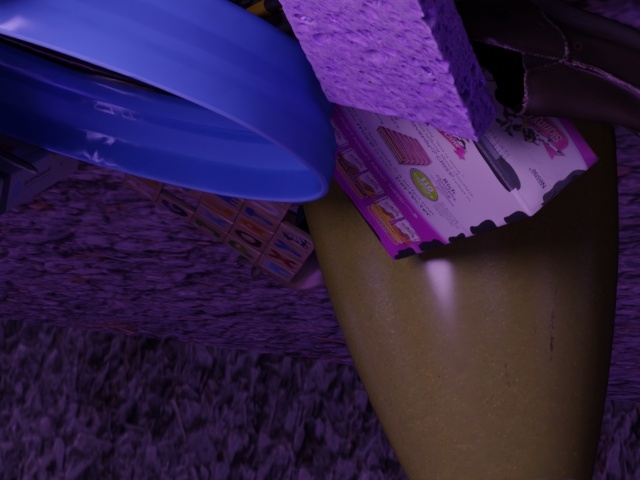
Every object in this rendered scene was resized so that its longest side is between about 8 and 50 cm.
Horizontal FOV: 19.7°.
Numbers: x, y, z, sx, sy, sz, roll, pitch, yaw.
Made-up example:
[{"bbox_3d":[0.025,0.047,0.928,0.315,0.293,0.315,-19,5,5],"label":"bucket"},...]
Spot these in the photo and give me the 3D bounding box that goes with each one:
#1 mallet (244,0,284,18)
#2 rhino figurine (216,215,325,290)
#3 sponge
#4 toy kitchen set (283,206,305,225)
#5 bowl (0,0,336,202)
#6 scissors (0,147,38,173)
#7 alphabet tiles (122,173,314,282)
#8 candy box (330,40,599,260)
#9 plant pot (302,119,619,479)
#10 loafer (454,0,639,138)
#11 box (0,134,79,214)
[{"bbox_3d":[-0.031,-0.159,1.284,0.190,0.039,0.062,-10,160,44],"label":"mallet"},{"bbox_3d":[0.000,0.000,1.887,0.243,0.106,0.073,1,168,23],"label":"rhino figurine"},{"bbox_3d":[0.027,-0.140,1.097,0.117,0.031,0.210,19,156,30],"label":"sponge"},{"bbox_3d":[-0.007,0.045,1.963,0.207,0.166,0.122,0,168,29],"label":"toy kitchen set"},{"bbox_3d":[-0.170,-0.124,1.265,0.391,0.077,0.391,17,172,2],"label":"bowl"},{"bbox_3d":[-0.353,-0.117,1.419,0.297,0.021,0.109,29,-176,27],"label":"scissors"},{"bbox_3d":[-0.094,-0.039,1.755,0.198,0.009,0.237,31,162,-1],"label":"alphabet tiles"},{"bbox_3d":[0.076,-0.081,1.302,0.159,0.071,0.233,54,159,-7],"label":"candy box"},{"bbox_3d":[0.132,0.071,1.526,0.275,0.293,0.275,-6,161,-2],"label":"plant pot"},{"bbox_3d":[0.146,-0.107,1.170,0.220,0.078,0.080,28,165,-5],"label":"loafer"},{"bbox_3d":[-0.292,-0.069,1.447,0.145,0.038,0.186,20,-158,13],"label":"box"}]
